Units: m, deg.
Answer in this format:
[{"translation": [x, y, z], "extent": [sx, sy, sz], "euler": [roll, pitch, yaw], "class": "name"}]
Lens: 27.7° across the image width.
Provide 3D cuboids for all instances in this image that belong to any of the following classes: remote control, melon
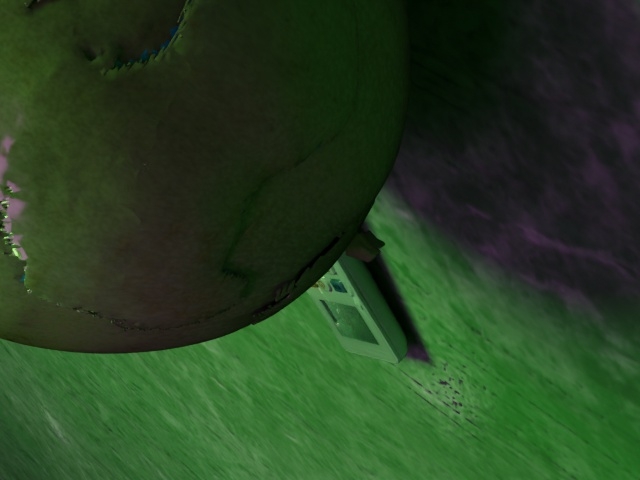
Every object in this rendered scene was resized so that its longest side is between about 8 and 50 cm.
[{"translation": [0.000, 0.000, 0.752], "extent": [0.061, 0.029, 0.162], "euler": [10, 136, 58], "class": "remote control"}, {"translation": [-0.108, -0.094, 0.548], "extent": [0.330, 0.268, 0.268], "euler": [35, 152, 5], "class": "melon"}]
